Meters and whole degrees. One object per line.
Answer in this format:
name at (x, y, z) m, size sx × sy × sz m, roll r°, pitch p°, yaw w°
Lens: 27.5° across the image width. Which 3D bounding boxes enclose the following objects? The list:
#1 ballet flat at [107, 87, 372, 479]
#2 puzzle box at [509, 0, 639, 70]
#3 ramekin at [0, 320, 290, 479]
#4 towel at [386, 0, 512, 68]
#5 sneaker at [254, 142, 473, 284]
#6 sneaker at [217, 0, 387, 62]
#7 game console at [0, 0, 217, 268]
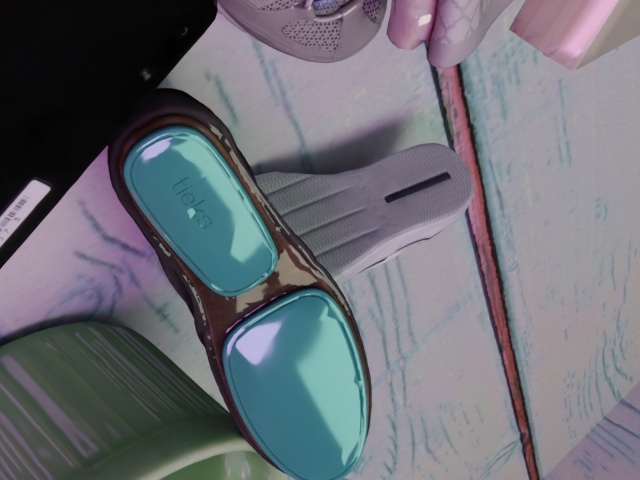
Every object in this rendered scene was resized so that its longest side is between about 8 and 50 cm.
ballet flat at (-0.042, 0.022, 0.800) m, size 0.095 × 0.096 × 0.280 m, roll -24°, pitch 119°, yaw -1°
puzzle box at (0.273, -0.266, 0.915) m, size 0.272 × 0.052 × 0.409 m, roll -60°, pitch 167°, yaw 24°
ramekin at (-0.181, 0.199, 0.887) m, size 0.303 × 0.148 × 0.303 m, roll -36°, pitch 153°, yaw -22°
towel at (0.160, -0.293, 0.730) m, size 0.332 × 0.053 × 0.317 m, roll -47°, pitch 160°, yaw -38°
sneaker at (0.000, 0.000, 0.953) m, size 0.258 × 0.094 × 0.091 m, roll -14°, pitch 161°, yaw -35°
sneaker at (-0.010, -0.162, 0.671) m, size 0.105 × 0.115 × 0.281 m, roll -45°, pitch 155°, yaw -5°
game console at (-0.243, -0.039, 0.563) m, size 0.386 × 0.060 × 0.342 m, roll -48°, pitch 156°, yaw 4°
